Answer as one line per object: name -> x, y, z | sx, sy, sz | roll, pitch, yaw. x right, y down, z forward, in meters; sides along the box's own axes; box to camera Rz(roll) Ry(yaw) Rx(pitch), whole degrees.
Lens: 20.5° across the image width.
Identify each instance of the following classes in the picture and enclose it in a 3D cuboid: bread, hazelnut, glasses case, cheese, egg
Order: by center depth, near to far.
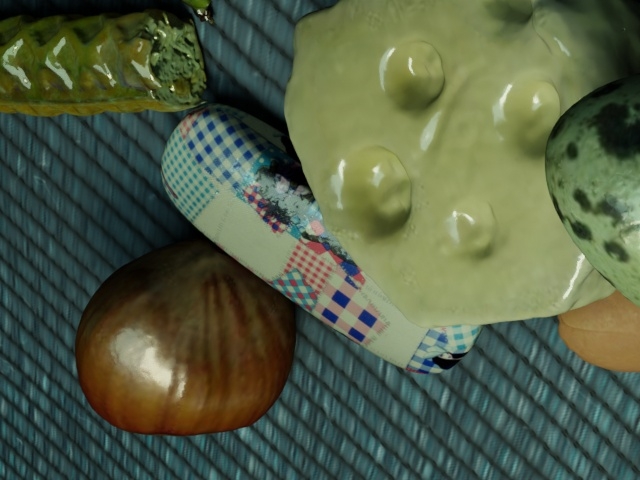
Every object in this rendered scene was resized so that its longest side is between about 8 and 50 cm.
egg -> 0.251, -0.030, 1.149 | 0.228, 0.177, 0.177 | 21, 138, -13
cheese -> 0.114, -0.089, 1.346 | 0.326, 0.115, 0.318 | 41, 129, 24
glasses case -> 0.000, 0.000, 1.571 | 0.327, 0.076, 0.125 | 35, 133, 7
bread -> -0.228, -0.159, 1.599 | 0.269, 0.098, 0.087 | 3, 82, 33
hazelnut -> -0.129, 0.087, 1.671 | 0.210, 0.210, 0.186 | 58, 167, -16

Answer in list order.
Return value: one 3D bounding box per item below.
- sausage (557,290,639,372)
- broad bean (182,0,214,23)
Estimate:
sausage -> 0.309, 0.017, 1.337 | 0.121, 0.121, 0.304 | 51, 136, -10
broad bean -> -0.176, -0.245, 1.524 | 0.195, 0.046, 0.061 | 29, 151, 10
